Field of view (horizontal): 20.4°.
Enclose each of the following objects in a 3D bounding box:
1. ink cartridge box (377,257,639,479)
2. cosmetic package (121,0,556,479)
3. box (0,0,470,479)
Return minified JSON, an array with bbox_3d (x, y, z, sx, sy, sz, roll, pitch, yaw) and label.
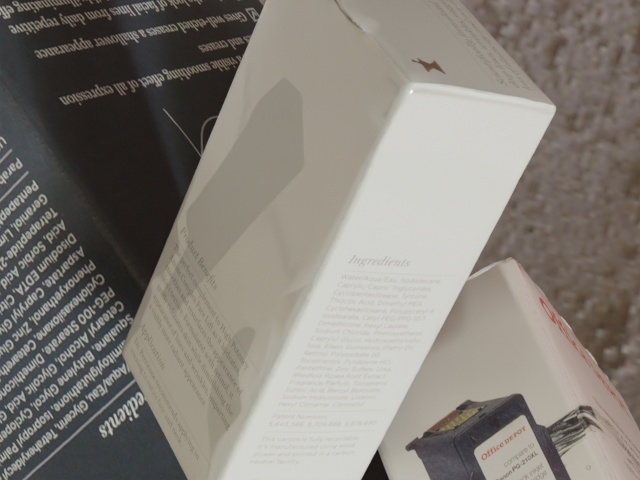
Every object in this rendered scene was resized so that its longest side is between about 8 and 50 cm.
[{"bbox_3d":[0.119,0.152,0.839,0.100,0.172,0.237,-30,52,11],"label":"ink cartridge box"},{"bbox_3d":[0.000,0.000,0.785,0.117,0.085,0.231,56,130,41],"label":"cosmetic package"},{"bbox_3d":[-0.104,0.022,1.075,0.212,0.293,0.395,-42,79,30],"label":"box"}]
